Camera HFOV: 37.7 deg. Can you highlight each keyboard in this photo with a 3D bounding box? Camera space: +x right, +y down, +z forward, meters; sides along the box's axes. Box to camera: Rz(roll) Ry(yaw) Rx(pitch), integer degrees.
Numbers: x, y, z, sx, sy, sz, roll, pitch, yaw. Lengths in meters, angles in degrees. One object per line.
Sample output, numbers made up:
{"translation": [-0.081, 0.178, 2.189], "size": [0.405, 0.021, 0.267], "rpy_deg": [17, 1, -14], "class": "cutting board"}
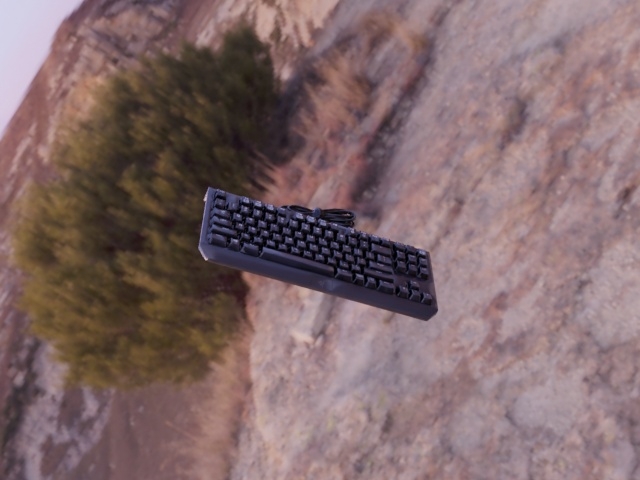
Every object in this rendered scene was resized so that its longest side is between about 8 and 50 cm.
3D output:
{"translation": [0.000, 0.000, 0.700], "size": [0.108, 0.180, 0.023], "rpy_deg": [-94, 25, -56], "class": "keyboard"}
